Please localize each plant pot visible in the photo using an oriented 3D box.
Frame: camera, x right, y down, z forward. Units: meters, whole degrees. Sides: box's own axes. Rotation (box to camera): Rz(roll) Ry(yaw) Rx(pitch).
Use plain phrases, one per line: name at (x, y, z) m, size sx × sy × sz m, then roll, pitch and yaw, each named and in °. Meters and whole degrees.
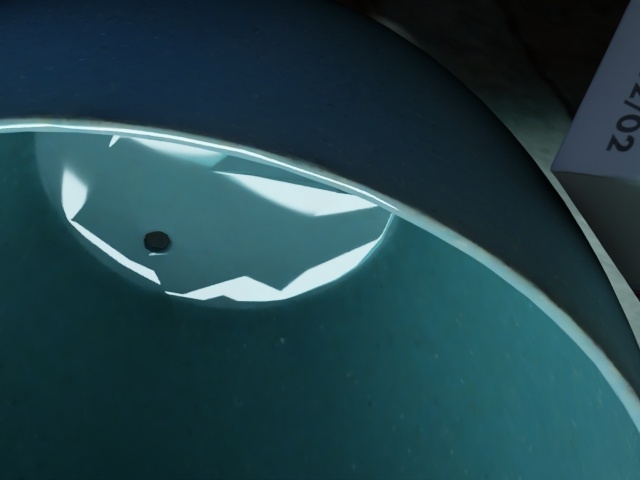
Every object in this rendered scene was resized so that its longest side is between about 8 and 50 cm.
plant pot at (-0.044, 0.029, 0.464) m, size 0.290 × 0.195 × 0.290 m, roll 2°, pitch 129°, yaw 3°

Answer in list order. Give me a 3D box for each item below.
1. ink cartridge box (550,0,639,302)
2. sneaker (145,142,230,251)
ink cartridge box at (0.127, -0.028, 0.401) m, size 0.062 × 0.104 × 0.181 m, roll 9°, pitch 152°, yaw 40°
sneaker at (0.000, 0.000, 0.675) m, size 0.152 × 0.114 × 0.305 m, roll -1°, pitch 151°, yaw 9°
